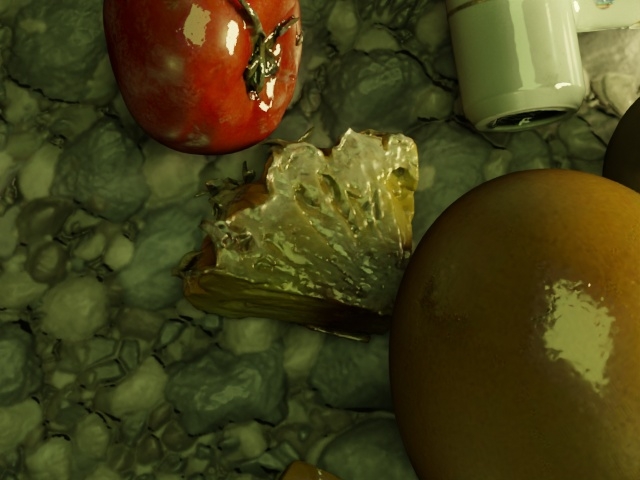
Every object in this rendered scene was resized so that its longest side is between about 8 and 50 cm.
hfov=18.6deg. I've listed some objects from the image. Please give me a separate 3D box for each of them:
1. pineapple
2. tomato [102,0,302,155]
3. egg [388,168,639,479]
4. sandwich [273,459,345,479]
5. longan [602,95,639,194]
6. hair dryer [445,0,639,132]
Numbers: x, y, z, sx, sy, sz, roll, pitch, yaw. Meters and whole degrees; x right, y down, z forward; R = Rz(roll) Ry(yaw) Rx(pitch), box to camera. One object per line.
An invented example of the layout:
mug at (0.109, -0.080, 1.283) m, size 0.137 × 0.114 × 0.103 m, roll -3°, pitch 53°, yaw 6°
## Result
pineapple at (0.000, 0.000, 1.604) m, size 0.236 × 0.114 × 0.186 m, roll -30°, pitch 84°, yaw -15°
tomato at (-0.103, -0.159, 1.591) m, size 0.151 × 0.187 × 0.187 m, roll 15°, pitch 77°, yaw 20°
egg at (0.196, 0.111, 1.509) m, size 0.282 × 0.282 × 0.351 m, roll -31°, pitch 117°, yaw -12°
sandwich at (-0.007, 0.279, 1.545) m, size 0.144 × 0.117 × 0.187 m, roll 30°, pitch 76°, yaw 2°
longan at (0.331, -0.052, 1.635) m, size 0.204 × 0.159 × 0.185 m, roll -19°, pitch 82°, yaw -26°
hair dryer at (0.282, -0.199, 1.694) m, size 0.357 × 0.107 × 0.173 m, roll -7°, pitch 83°, yaw -15°
